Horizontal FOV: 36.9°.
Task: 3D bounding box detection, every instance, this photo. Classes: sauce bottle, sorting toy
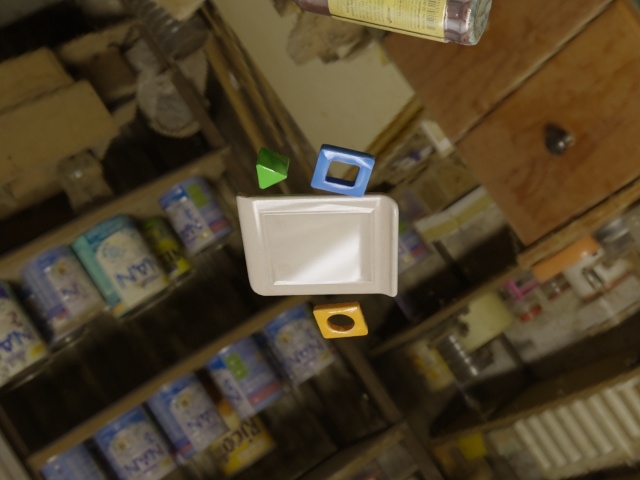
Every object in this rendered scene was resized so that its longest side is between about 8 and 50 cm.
[{"bbox_3d":[0.041,-0.331,1.207,0.111,0.344,0.111,16,90,-74],"label":"sauce bottle"},{"bbox_3d":[0.000,0.000,1.203,0.196,0.047,0.348,2,137,5],"label":"sorting toy"}]
